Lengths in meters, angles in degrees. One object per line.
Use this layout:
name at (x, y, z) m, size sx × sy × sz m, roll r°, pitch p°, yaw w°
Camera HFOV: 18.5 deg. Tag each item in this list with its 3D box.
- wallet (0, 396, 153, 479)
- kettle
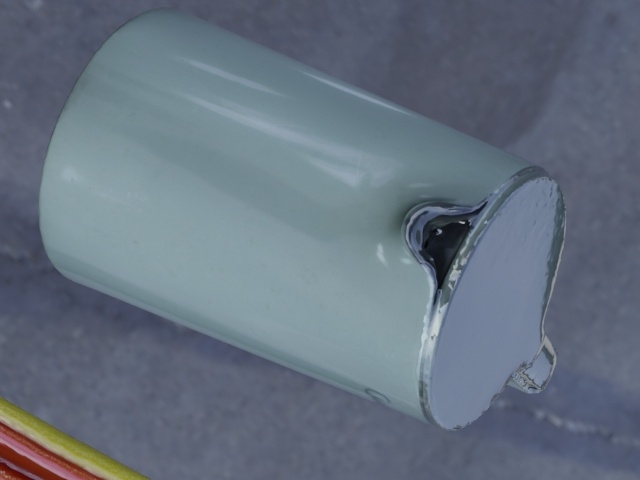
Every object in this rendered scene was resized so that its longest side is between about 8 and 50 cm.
wallet at (-0.145, 0.107, 0.758) m, size 0.067 × 0.241 × 0.141 m, roll -65°, pitch -177°, yaw -30°
kettle at (-0.003, 0.003, 0.640) m, size 0.098 × 0.148 × 0.127 m, roll -47°, pitch 149°, yaw -39°
